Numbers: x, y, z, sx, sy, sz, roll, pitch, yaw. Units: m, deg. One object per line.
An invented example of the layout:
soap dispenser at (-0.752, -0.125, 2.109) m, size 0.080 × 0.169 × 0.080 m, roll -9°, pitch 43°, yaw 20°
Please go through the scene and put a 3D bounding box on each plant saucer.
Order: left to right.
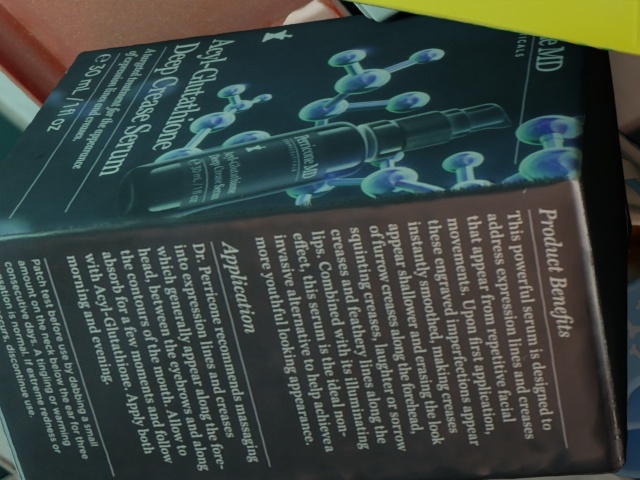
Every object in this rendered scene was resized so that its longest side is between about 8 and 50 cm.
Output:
plant saucer at (-0.146, -0.197, 1.223) m, size 0.258 × 0.048 × 0.259 m, roll -26°, pitch 126°, yaw 29°

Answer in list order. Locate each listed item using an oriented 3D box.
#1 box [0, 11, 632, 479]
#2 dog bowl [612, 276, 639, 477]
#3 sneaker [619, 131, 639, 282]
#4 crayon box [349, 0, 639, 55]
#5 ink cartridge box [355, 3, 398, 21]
box at (0.000, 0.000, 1.127) m, size 0.395 × 0.293 × 0.212 m, roll -6°, pitch 118°, yaw 13°
dog bowl at (0.296, 0.115, 1.372) m, size 0.165 × 0.074 × 0.297 m, roll -7°, pitch 151°, yaw -2°
sneaker at (0.191, -0.045, 1.286) m, size 0.228 × 0.092 × 0.087 m, roll 29°, pitch 133°, yaw -17°
crayon box at (0.144, -0.290, 0.882) m, size 0.313 × 0.106 × 0.363 m, roll 16°, pitch 121°, yaw 34°
ink cartridge box at (0.074, -0.252, 1.109) m, size 0.190 × 0.082 × 0.139 m, roll -26°, pitch 125°, yaw 31°
